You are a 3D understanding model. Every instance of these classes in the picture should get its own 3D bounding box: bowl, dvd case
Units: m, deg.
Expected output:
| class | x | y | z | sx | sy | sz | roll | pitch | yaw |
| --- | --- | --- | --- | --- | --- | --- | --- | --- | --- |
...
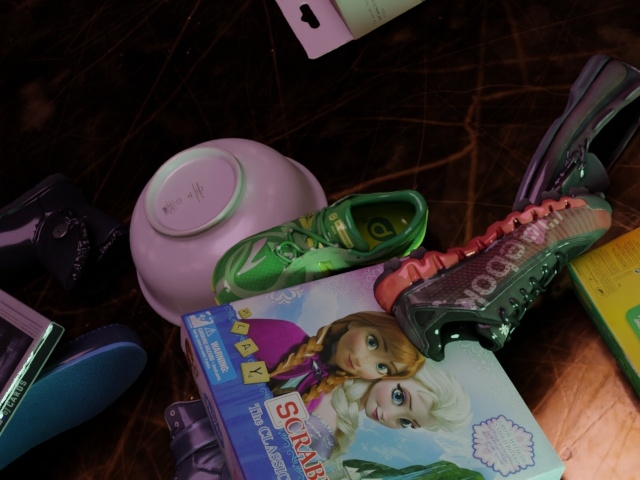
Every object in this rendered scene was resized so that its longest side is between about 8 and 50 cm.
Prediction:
| class | x | y | z | sx | sy | sz | roll | pitch | yaw |
| --- | --- | --- | --- | --- | --- | --- | --- | --- | --- |
| bowl | -0.147 | -0.036 | 1.271 | 0.297 | 0.134 | 0.298 | -11 | 55 | 16 |
| dvd case | -0.432 | 0.185 | 1.170 | 0.179 | 0.029 | 0.239 | 18 | 73 | 47 |

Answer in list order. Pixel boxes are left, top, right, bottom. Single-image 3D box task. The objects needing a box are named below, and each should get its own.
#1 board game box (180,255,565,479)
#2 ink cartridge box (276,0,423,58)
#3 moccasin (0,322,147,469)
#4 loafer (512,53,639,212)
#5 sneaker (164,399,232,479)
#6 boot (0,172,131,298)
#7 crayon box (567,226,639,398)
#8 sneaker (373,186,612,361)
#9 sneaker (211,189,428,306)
| class | x | y | z | sx | sy | sz | roll | pitch | yaw |
| --- | --- | --- | --- | --- | --- | --- | --- | --- | --- |
| board game box | 0.045 | 0.176 | 1.013 | 0.318 | 0.066 | 0.319 | -14 | 51 | -19 |
| ink cartridge box | 0.087 | -0.457 | 1.448 | 0.353 | 0.119 | 0.207 | -30 | 53 | 3 |
| moccasin | -0.393 | 0.196 | 1.227 | 0.342 | 0.138 | 0.117 | -30 | 48 | 2 |
| loafer | 0.325 | -0.104 | 1.135 | 0.095 | 0.109 | 0.303 | 19 | 65 | 27 |
| sneaker | -0.170 | 0.290 | 1.095 | 0.226 | 0.086 | 0.163 | -33 | 58 | -6 |
| boot | -0.411 | 0.025 | 1.366 | 0.246 | 0.094 | 0.207 | -42 | 49 | -14 |
| crayon box | 0.400 | 0.106 | 0.979 | 0.165 | 0.081 | 0.278 | -27 | 53 | 6 |
| sneaker | 0.202 | 0.043 | 1.013 | 0.276 | 0.098 | 0.135 | -25 | 62 | 2 |
| sneaker | 0.000 | 0.000 | 1.138 | 0.295 | 0.123 | 0.109 | -23 | 72 | -17 |
